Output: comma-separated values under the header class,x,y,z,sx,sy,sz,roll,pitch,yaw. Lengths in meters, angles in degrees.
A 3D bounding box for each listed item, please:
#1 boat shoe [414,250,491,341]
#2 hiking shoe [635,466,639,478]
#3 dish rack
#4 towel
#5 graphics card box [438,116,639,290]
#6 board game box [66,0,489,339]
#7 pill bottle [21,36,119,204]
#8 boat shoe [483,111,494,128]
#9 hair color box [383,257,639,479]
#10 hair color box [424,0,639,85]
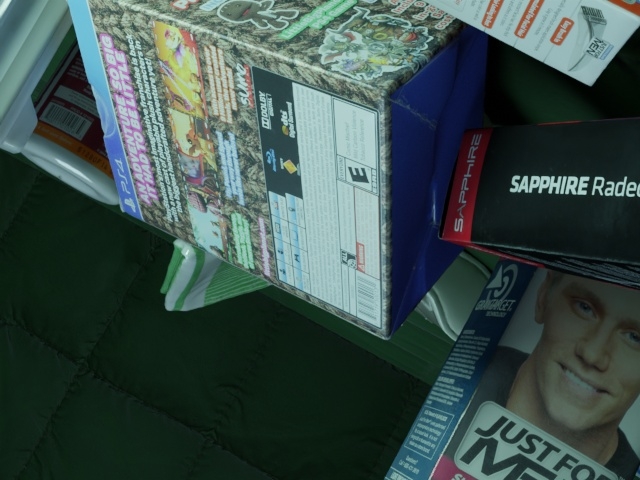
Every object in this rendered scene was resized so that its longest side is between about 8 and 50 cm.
class,x,y,z,sx,sy,sz,roll,pitch,yaw
boat shoe,0.151,0.049,1.288,0.305,0.109,0.091,43,164,-32
hiking shoe,0.524,0.333,1.607,0.304,0.113,0.132,22,168,36
dish rack,-0.277,-0.181,0.846,0.072,0.286,0.333,30,171,-25
towel,0.000,0.000,0.959,0.324,0.038,0.248,-13,167,-17
graphics card box,0.271,-0.006,0.553,0.232,0.094,0.371,13,179,-25
board game box,-0.031,-0.096,0.731,0.291,0.141,0.232,24,140,27
pill bottle,-0.193,-0.156,0.902,0.121,0.221,0.121,28,169,6
boat shoe,0.054,-0.112,0.843,0.277,0.098,0.096,17,145,41
hair color box,0.213,0.134,0.844,0.174,0.347,0.105,31,170,-8
hair color box,0.107,-0.164,0.533,0.167,0.053,0.093,30,169,5
